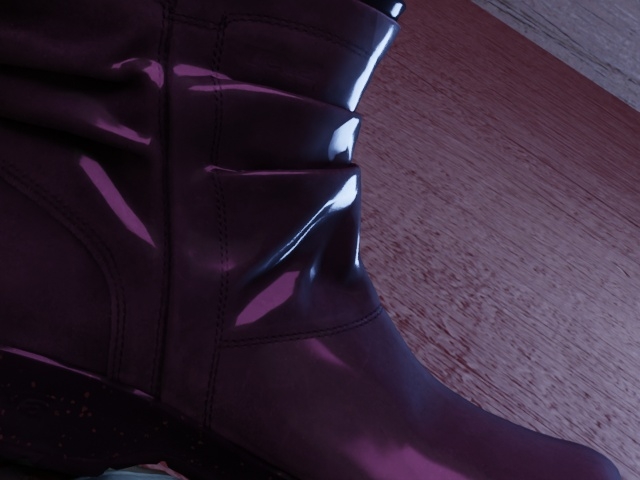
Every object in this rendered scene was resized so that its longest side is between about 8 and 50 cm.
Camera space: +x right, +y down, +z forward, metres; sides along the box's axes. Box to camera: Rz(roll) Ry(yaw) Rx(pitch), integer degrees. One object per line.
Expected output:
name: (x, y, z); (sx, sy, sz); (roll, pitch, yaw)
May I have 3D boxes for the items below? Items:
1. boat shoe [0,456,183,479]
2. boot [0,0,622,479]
boat shoe: (-0.104, 0.113, 0.661); (0.072, 0.068, 0.190); (35, -8, 15)
boot: (0.000, 0.000, 0.621); (0.338, 0.222, 0.118); (18, -1, -18)
